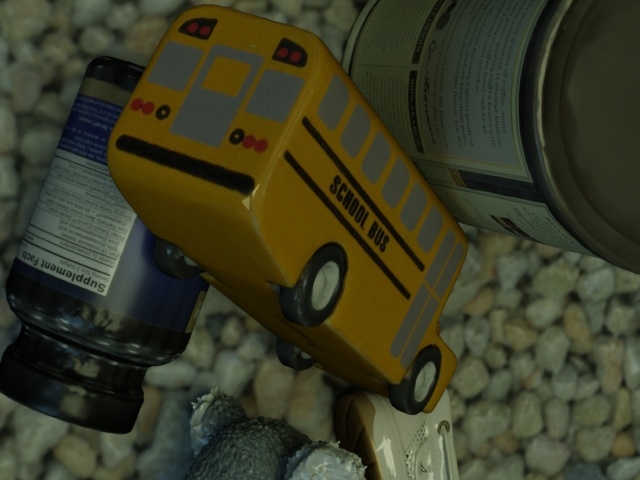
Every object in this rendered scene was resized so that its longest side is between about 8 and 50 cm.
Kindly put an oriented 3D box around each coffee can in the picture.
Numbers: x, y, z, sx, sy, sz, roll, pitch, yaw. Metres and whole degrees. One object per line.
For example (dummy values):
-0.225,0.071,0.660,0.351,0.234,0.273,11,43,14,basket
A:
0.155,-0.096,0.889,0.202,0.275,0.201,-3,99,-22,coffee can

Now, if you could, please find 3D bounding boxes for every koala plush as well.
-0.044,0.217,0.912,0.203,0.196,0.221,-1,97,-34,koala plush

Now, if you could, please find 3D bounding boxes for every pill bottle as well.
-0.126,0.004,0.872,0.123,0.123,0.219,20,90,-23,pill bottle

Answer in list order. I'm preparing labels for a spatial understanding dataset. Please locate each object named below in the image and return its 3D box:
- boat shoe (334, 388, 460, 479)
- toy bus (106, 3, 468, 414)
0.089,0.234,1.006,0.096,0.098,0.277,-16,102,-19,boat shoe
0.000,0.000,0.845,0.130,0.108,0.332,-64,150,-12,toy bus
